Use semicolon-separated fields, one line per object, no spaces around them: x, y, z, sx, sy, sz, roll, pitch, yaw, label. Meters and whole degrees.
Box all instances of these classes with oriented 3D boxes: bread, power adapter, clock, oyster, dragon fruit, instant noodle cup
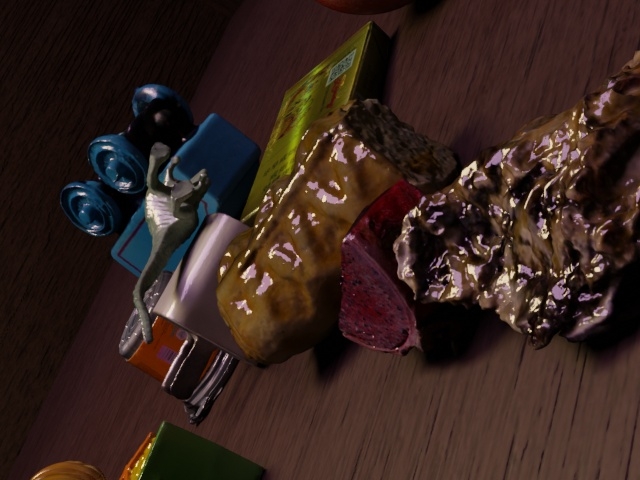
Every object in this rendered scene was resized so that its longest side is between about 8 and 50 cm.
0.000;0.000;0.960;0.268;0.130;0.152;-53;25;28;bread
-0.120;0.087;1.196;0.205;0.125;0.130;-62;15;-8;power adapter
-0.260;0.277;1.025;0.119;0.084;0.177;-65;7;-5;bread
-0.184;0.316;1.029;0.255;0.106;0.220;-36;29;59;clock
0.153;-0.044;0.619;0.223;0.083;0.214;-56;19;-10;oyster
0.074;0.030;0.756;0.102;0.096;0.147;-56;-19;-19;dragon fruit
-0.177;0.117;1.339;0.178;0.125;0.208;-51;17;35;instant noodle cup

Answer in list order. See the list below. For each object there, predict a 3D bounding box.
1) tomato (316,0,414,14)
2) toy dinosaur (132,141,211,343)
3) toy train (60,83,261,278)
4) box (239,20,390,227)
0.071;-0.407;1.279;0.270;0.227;0.270;14;-90;-86;tomato
-0.175;-0.032;1.172;0.383;0.076;0.129;-70;-18;-66;toy dinosaur
-0.247;-0.076;1.663;0.300;0.265;0.188;-46;10;49;toy train
-0.001;-0.143;1.307;0.173;0.043;0.311;-36;24;31;box
